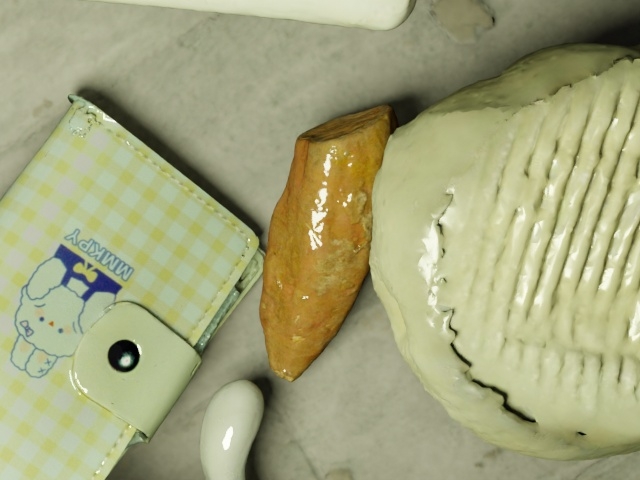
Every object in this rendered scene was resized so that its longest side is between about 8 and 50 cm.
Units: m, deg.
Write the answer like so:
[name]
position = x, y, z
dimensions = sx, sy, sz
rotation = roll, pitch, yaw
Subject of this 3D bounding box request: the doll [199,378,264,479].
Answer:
[doll]
position = -0.109, 0.267, 1.367
dimensions = 0.243, 0.159, 0.311
rotation = 9, 94, -33

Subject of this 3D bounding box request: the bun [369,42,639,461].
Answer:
[bun]
position = 0.201, 0.006, 1.360
dimensions = 0.360, 0.211, 0.359
rotation = -2, 98, -14

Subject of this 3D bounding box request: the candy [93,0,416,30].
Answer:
[candy]
position = -0.102, -0.249, 1.303
dimensions = 0.359, 0.208, 0.145
rotation = 6, 99, -5

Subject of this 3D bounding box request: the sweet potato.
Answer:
[sweet potato]
position = 0.000, 0.000, 1.402
dimensions = 0.097, 0.097, 0.251
rotation = 16, 110, -5

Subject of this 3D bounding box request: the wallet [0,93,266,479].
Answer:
[wallet]
position = -0.206, 0.068, 1.378
dimensions = 0.223, 0.077, 0.309
rotation = 37, 78, -7
